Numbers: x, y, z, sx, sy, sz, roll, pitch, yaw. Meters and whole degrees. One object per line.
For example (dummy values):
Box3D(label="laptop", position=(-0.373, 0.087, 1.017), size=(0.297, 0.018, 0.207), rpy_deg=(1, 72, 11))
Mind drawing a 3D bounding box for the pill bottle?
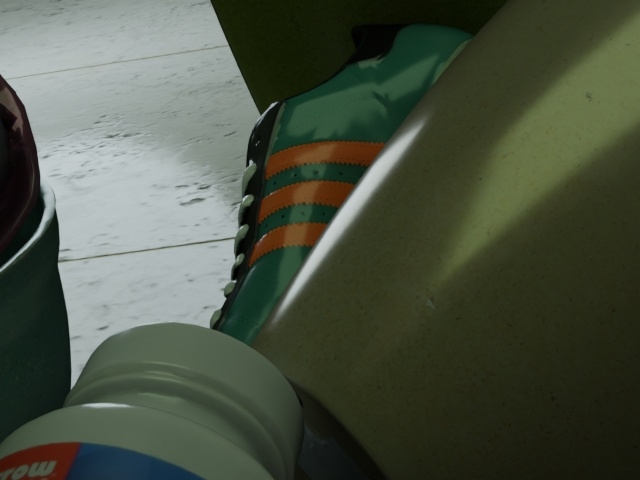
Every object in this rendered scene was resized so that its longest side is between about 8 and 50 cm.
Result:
Box3D(label="pill bottle", position=(-0.074, 0.134, 0.491), size=(0.124, 0.124, 0.221), rpy_deg=(-4, 38, 17))

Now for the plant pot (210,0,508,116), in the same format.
Box3D(label="plant pot", position=(0.077, -0.180, 0.998), size=(0.366, 0.353, 0.366), rpy_deg=(-8, 21, 3))

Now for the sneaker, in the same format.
Box3D(label="sneaker", position=(0.000, 0.000, 0.790), size=(0.121, 0.108, 0.302), rpy_deg=(19, 59, 29))

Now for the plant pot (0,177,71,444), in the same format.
Box3D(label="plant pot", position=(-0.235, 0.104, 0.617), size=(0.293, 0.196, 0.293), rpy_deg=(-8, 20, 3))

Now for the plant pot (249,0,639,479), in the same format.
Box3D(label="plant pot", position=(0.107, 0.025, 0.654), size=(0.274, 0.257, 0.256), rpy_deg=(-38, 30, -22))

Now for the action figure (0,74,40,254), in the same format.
Box3D(label="action figure", position=(-0.137, 0.064, 0.348), size=(0.248, 0.276, 0.370), rpy_deg=(-18, 43, 5))
